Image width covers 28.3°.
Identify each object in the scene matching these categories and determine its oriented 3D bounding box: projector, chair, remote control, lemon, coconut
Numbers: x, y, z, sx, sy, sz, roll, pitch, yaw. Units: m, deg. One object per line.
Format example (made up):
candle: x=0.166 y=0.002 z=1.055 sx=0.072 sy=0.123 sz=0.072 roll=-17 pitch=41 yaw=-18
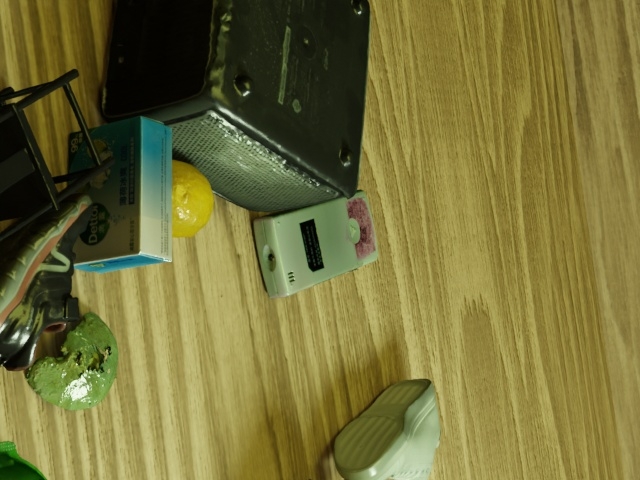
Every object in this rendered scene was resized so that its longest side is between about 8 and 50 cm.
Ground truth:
projector: x=-0.112 y=-0.288 z=1.973 sx=0.405 sy=0.242 sz=0.395 roll=31 pitch=58 yaw=-50
chair: x=-0.392 y=-0.096 z=1.572 sx=0.260 sy=0.141 sz=0.154 roll=-46 pitch=121 yaw=-54
remote control: x=-0.001 y=0.000 z=2.260 sx=0.344 sy=0.050 sz=0.145 roll=-18 pitch=98 yaw=-59
lemon: x=-0.216 y=-0.060 z=1.873 sx=0.155 sy=0.114 sz=0.114 roll=27 pitch=60 yaw=-56
coconut: x=-0.316 y=0.166 z=1.712 sx=0.133 sy=0.055 sz=0.158 roll=58 pitch=40 yaw=-31

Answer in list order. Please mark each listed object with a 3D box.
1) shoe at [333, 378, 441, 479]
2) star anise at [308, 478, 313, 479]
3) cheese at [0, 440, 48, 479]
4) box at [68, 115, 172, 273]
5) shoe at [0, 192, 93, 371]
shoe: x=0.133 y=0.391 z=2.311 sx=0.363 sy=0.132 sz=0.160 roll=-39 pitch=117 yaw=-61
star anise: x=0.011 y=0.456 z=2.162 sx=0.124 sy=0.056 sz=0.129 roll=-42 pitch=117 yaw=-30
cheese: x=-0.373 y=0.405 z=1.533 sx=0.204 sy=0.083 sz=0.320 roll=0 pitch=81 yaw=-60
box: x=-0.277 y=-0.061 z=1.748 sx=0.073 sy=0.139 sz=0.194 roll=16 pitch=69 yaw=-55
shoe: x=-0.354 y=0.053 z=1.619 sx=0.137 sy=0.114 sz=0.291 roll=55 pitch=43 yaw=-28
